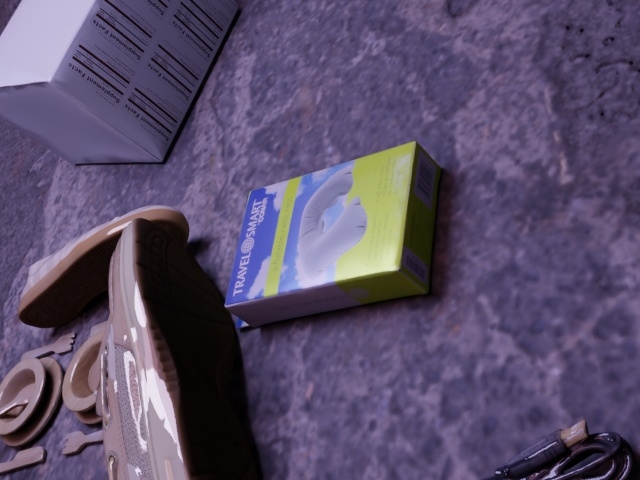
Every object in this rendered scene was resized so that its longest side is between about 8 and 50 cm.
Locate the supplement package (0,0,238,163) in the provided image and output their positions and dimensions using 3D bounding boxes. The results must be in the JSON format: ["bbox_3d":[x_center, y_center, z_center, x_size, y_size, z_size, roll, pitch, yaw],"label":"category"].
[{"bbox_3d":[-0.233,-0.205,0.923,0.194,0.149,0.203,5,66,46],"label":"supplement package"}]

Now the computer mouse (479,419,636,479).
[{"bbox_3d":[0.126,0.177,0.385,0.106,0.042,0.193,-34,37,14],"label":"computer mouse"}]

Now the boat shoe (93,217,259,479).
[{"bbox_3d":[-0.122,0.108,0.623,0.098,0.109,0.302,-36,48,17],"label":"boat shoe"}]

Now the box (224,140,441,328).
[{"bbox_3d":[0.000,0.000,0.633,0.178,0.042,0.109,-14,52,36],"label":"box"}]

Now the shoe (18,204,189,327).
[{"bbox_3d":[-0.207,0.014,0.794,0.219,0.076,0.058,-28,50,29],"label":"shoe"}]

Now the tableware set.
[{"bbox_3d":[-0.238,0.128,0.767,0.194,0.039,0.128,-22,48,32],"label":"tableware set"}]
